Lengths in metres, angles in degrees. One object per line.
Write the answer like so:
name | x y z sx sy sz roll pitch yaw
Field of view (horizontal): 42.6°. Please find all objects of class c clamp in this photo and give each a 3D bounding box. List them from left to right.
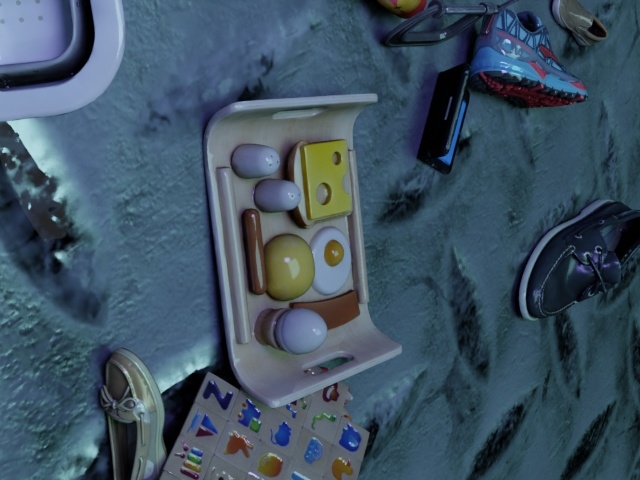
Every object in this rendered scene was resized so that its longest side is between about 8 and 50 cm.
c clamp | 0.157 -0.270 0.990 0.160 0.137 0.022 -17 85 -39

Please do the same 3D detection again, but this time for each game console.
game console | 0.178 -0.156 1.073 0.071 0.107 0.122 16 85 -19

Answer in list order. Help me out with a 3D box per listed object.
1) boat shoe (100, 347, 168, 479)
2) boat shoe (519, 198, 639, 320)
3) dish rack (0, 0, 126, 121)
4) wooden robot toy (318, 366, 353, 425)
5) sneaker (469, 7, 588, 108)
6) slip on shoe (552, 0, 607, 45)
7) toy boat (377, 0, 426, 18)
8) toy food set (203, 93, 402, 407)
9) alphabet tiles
boat shoe | -0.179 0.174 0.767 0.048 0.056 0.153 -28 124 -46
boat shoe | 0.455 0.033 1.369 0.340 0.113 0.127 -29 118 -40
dish rack | -0.275 -0.235 0.492 0.285 0.072 0.333 -6 106 -4
wooden robot toy | -0.001 0.190 0.941 0.173 0.079 0.076 4 95 -48
sneaker | 0.307 -0.260 1.164 0.262 0.104 0.125 4 88 -52
slip on shoe | 0.411 -0.350 1.300 0.135 0.041 0.051 30 76 -46
toy boat | 0.160 -0.389 0.902 0.318 0.267 0.148 -52 159 10
toy food set | 0.000 0.000 0.882 0.220 0.092 0.306 -14 103 -45
alphabet tiles | -0.047 0.215 0.842 0.198 0.009 0.237 33 44 -12
